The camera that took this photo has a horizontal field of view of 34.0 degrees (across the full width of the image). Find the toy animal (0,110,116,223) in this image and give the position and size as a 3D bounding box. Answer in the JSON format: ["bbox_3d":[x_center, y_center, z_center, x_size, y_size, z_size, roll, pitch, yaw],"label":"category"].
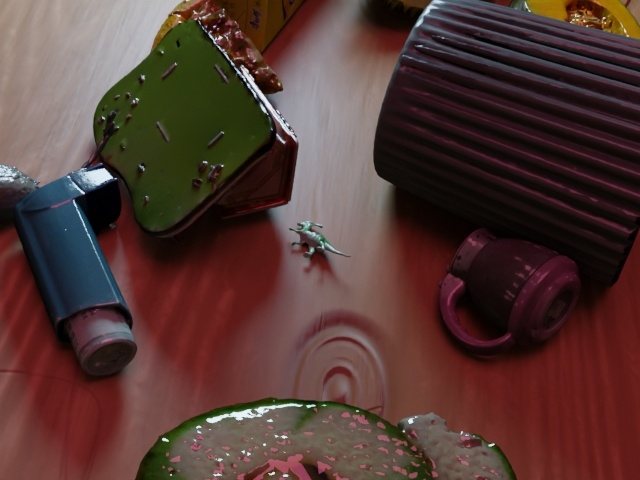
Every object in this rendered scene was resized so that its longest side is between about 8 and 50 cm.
[{"bbox_3d":[-0.347,-0.072,1.242,0.253,0.079,0.070,-25,78,-28],"label":"toy animal"}]

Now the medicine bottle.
[{"bbox_3d":[-0.260,0.028,1.168,0.124,0.079,0.258,-12,52,-22],"label":"medicine bottle"}]

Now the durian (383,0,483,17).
[{"bbox_3d":[0.189,-0.457,1.649,0.355,0.169,0.157,-28,57,-30],"label":"durian"}]

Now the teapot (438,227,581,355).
[{"bbox_3d":[0.216,0.060,1.238,0.146,0.148,0.116,35,13,34],"label":"teapot"}]

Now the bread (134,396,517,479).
[{"bbox_3d":[0.017,0.286,0.953,0.366,0.129,0.382,40,52,24],"label":"bread"}]

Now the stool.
[{"bbox_3d":[0.263,-0.141,1.299,0.330,0.297,0.297,23,47,15],"label":"stool"}]

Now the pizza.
[{"bbox_3d":[-0.136,-0.256,1.445,0.193,0.069,0.154,26,66,7],"label":"pizza"}]

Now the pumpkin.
[{"bbox_3d":[0.361,-0.251,1.523,0.221,0.139,0.317,-1,51,-17],"label":"pumpkin"}]

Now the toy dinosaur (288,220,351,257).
[{"bbox_3d":[0.000,0.000,1.290,0.083,0.021,0.062,14,34,3],"label":"toy dinosaur"}]

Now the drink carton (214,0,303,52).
[{"bbox_3d":[-0.057,-0.449,1.600,0.111,0.155,0.351,20,47,11],"label":"drink carton"}]

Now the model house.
[{"bbox_3d":[-0.140,-0.113,1.310,0.207,0.154,0.294,-43,47,9],"label":"model house"}]
